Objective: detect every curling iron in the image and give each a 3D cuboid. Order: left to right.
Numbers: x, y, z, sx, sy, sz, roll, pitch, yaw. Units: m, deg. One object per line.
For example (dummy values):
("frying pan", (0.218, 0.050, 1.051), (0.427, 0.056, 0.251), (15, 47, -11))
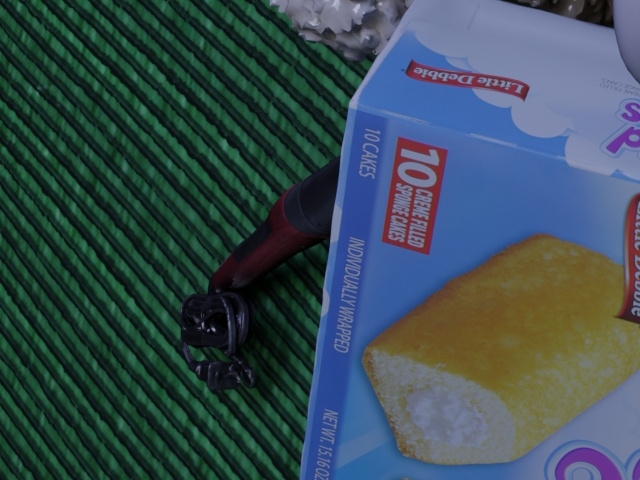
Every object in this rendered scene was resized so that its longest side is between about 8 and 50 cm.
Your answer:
("curling iron", (0.000, 0.000, 0.826), (0.274, 0.035, 0.068), (-43, 52, 52))

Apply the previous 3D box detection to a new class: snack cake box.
("snack cake box", (0.080, 0.054, 0.656), (0.152, 0.089, 0.264), (16, 129, 12))

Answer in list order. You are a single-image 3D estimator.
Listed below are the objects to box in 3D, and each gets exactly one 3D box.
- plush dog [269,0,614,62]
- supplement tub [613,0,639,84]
("plush dog", (0.135, -0.138, 0.711), (0.225, 0.210, 0.262), (36, 92, 19))
("supplement tub", (0.257, -0.130, 0.487), (0.325, 0.235, 0.235), (9, 90, 13))
